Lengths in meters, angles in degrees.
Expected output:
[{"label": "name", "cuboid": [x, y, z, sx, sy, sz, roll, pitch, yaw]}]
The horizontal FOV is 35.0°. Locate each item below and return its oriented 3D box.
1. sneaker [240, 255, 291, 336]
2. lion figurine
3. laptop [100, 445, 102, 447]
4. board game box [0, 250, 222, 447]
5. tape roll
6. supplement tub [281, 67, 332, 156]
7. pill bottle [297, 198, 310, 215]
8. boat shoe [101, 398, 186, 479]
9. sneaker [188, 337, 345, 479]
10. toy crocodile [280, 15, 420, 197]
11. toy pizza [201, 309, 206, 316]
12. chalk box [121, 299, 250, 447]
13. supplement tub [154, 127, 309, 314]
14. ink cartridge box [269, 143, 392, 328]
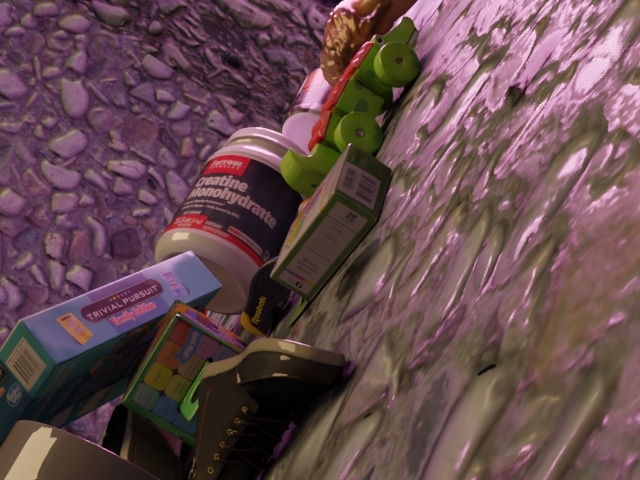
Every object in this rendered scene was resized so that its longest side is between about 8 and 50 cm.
[{"label": "sneaker", "cuboid": [-0.064, 0.064, 1.345, 0.059, 0.053, 0.144, -52, -6, -46]}, {"label": "lion figurine", "cuboid": [0.138, -0.427, 1.711, 0.392, 0.142, 0.240, -48, 19, 32]}, {"label": "laptop", "cuboid": [-0.438, 0.352, 1.575, 0.382, 0.236, 0.408, -34, 17, 44]}, {"label": "board game box", "cuboid": [-0.322, 0.160, 1.415, 0.254, 0.079, 0.336, -49, -13, 32]}, {"label": "tape roll", "cuboid": [-0.227, 0.265, 1.017, 0.072, 0.219, 0.219, -62, 9, -27]}, {"label": "supplement tub", "cuboid": [0.009, -0.235, 1.827, 0.117, 0.117, 0.190, -51, 10, 43]}, {"label": "pill bottle", "cuboid": [-0.009, -0.040, 1.467, 0.043, 0.043, 0.083, -58, 8, -1]}, {"label": "boat shoe", "cuboid": [-0.246, 0.282, 1.407, 0.113, 0.127, 0.340, -43, 22, 17]}, {"label": "sneaker", "cuboid": [-0.049, 0.162, 0.912, 0.222, 0.083, 0.118, -32, 46, 58]}, {"label": "toy crocodile", "cuboid": [0.051, -0.197, 1.472, 0.340, 0.105, 0.115, -62, 9, -26]}, {"label": "toy pizza", "cuboid": [-0.222, 0.152, 1.687, 0.032, 0.201, 0.201, -10, 27, 16]}, {"label": "chalk box", "cuboid": [-0.161, 0.171, 1.275, 0.132, 0.132, 0.213, -58, 7, -3]}, {"label": "supplement tub", "cuboid": [-0.133, -0.033, 1.661, 0.191, 0.191, 0.272, -47, 14, 55]}, {"label": "ink cartridge box", "cuboid": [-0.001, -0.003, 1.215, 0.209, 0.062, 0.109, -53, 10, 36]}]
